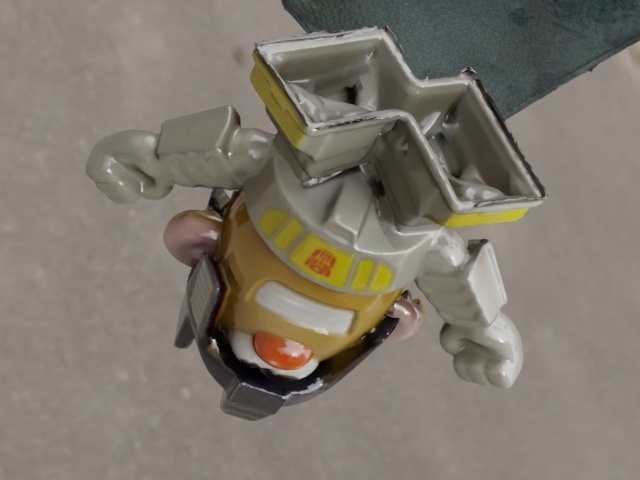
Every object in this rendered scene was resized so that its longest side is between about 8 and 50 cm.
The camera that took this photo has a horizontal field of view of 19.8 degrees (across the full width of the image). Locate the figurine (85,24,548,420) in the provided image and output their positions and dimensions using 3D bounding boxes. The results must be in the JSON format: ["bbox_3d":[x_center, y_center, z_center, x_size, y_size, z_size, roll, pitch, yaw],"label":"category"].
[{"bbox_3d":[0.004,0.000,1.171,0.143,0.308,0.308,-45,113,-40],"label":"figurine"}]

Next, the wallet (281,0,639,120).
[{"bbox_3d":[0.131,-0.188,1.247,0.191,0.379,0.046,47,53,-9],"label":"wallet"}]
